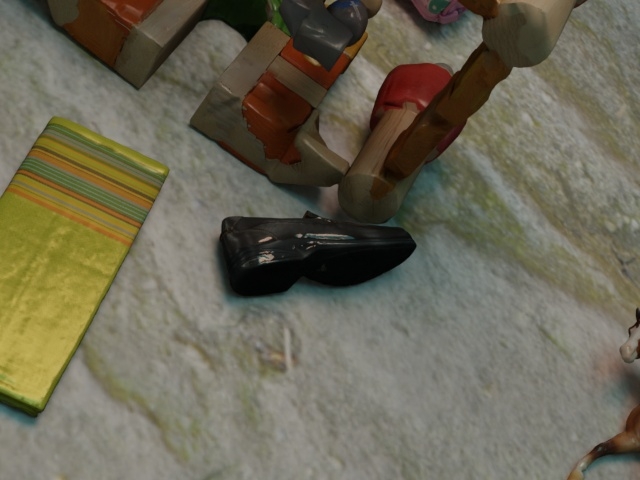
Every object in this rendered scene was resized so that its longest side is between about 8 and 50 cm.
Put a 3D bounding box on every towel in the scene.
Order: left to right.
[{"bbox_3d":[-0.197,0.010,0.821,0.102,0.021,0.237,25,50,-5],"label":"towel"}]

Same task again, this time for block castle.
[{"bbox_3d":[-0.023,-0.255,0.915,0.453,0.303,0.213,36,46,-5],"label":"block castle"}]

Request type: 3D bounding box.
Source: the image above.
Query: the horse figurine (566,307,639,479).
[{"bbox_3d":[0.326,0.201,0.953,0.263,0.066,0.174,40,54,4],"label":"horse figurine"}]

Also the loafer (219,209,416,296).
[{"bbox_3d":[0.000,0.000,0.912,0.170,0.062,0.061,-3,55,-32],"label":"loafer"}]

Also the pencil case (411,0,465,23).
[{"bbox_3d":[0.060,-0.346,1.154,0.284,0.124,0.124,42,48,4],"label":"pencil case"}]
